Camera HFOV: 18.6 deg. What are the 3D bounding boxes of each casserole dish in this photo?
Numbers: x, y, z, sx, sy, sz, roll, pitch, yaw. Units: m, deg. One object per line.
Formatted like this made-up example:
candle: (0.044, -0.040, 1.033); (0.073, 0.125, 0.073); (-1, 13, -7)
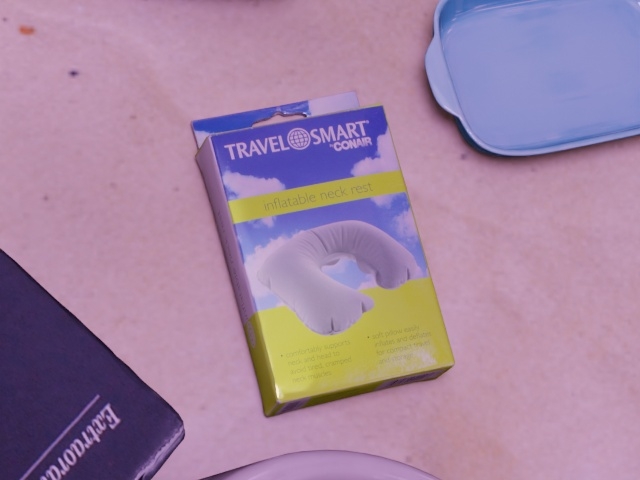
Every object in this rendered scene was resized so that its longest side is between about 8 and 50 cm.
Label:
casserole dish: (0.147, -0.106, 1.175); (0.188, 0.037, 0.114); (-12, 75, -18)

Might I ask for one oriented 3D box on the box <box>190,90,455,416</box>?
box: (0.000, 0.000, 1.102); (0.109, 0.042, 0.178); (-11, 76, -17)

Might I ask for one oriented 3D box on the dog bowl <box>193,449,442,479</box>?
dog bowl: (0.014, 0.256, 0.912); (0.348, 0.102, 0.349); (22, 50, -30)

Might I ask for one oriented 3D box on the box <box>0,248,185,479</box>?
box: (-0.315, 0.077, 0.850); (0.395, 0.212, 0.293); (44, 47, -2)
